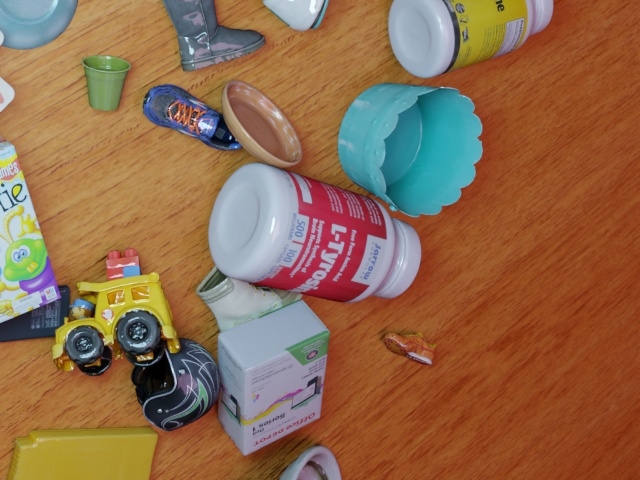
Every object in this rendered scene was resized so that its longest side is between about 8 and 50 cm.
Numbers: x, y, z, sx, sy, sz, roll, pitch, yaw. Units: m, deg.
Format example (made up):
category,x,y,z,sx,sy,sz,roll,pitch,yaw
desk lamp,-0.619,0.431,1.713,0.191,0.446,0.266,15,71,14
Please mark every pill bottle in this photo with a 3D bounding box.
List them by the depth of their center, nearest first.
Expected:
category,x,y,z,sx,sy,sz,roll,pitch,yaw
pill bottle,0.000,0.000,1.850,0.407,0.229,0.229,15,98,-38
pill bottle,0.323,-0.470,1.941,0.333,0.188,0.188,-22,118,-29

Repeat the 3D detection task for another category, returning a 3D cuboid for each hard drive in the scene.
category,x,y,z,sx,sy,sz,roll,pitch,yaw
hard drive,-0.521,0.132,1.656,0.135,0.022,0.094,-4,109,-35

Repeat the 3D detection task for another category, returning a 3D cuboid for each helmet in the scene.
category,x,y,z,sx,sy,sz,roll,pitch,yaw
helmet,-0.275,0.274,1.797,0.161,0.169,0.169,-42,127,3

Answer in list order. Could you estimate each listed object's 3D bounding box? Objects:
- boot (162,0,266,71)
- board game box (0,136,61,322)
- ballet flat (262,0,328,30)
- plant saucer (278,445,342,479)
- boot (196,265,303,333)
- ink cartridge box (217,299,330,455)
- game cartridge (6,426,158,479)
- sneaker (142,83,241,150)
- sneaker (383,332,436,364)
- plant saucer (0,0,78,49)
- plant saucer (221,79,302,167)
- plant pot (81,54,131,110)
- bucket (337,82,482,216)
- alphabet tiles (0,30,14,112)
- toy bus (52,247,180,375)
category,x,y,z,sx,sy,sz,roll,pitch,yaw
boot,-0.200,-0.427,1.663,0.189,0.076,0.209,-25,113,-29
board game box,-0.548,-0.020,1.505,0.144,0.142,0.275,-24,119,-27
ballet flat,-0.004,-0.595,1.712,0.139,0.139,0.400,15,98,-38
plant saucer,-0.059,0.659,2.067,0.400,0.100,0.401,1,90,-68
boot,-0.139,0.098,1.887,0.213,0.077,0.165,-38,122,-18
ink cartridge box,-0.100,0.285,1.902,0.201,0.117,0.278,-22,138,-28
game cartridge,-0.484,0.524,1.813,0.285,0.052,0.324,8,99,-37
sneaker,-0.226,-0.225,1.698,0.221,0.087,0.083,18,95,-39
sneaker,0.212,0.247,2.213,0.175,0.064,0.067,29,68,-44
plant saucer,-0.478,-0.404,1.485,0.195,0.037,0.195,-12,113,-31
plant saucer,-0.116,-0.214,1.736,0.037,0.200,0.200,-39,134,25
plant pot,-0.371,-0.269,1.591,0.083,0.083,0.079,-10,124,-33
bucket,0.185,-0.200,1.942,0.281,0.183,0.281,-13,114,-31
alphabet tiles,-0.613,-0.257,1.364,0.278,0.021,0.284,43,64,-15
toy bus,-0.380,0.126,1.673,0.220,0.149,0.212,-11,74,-9
